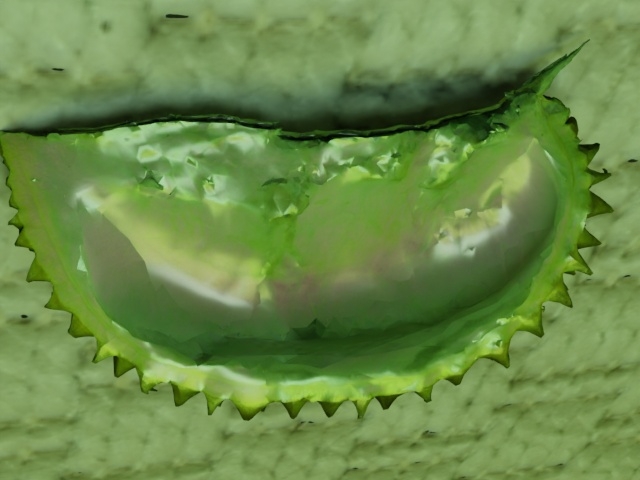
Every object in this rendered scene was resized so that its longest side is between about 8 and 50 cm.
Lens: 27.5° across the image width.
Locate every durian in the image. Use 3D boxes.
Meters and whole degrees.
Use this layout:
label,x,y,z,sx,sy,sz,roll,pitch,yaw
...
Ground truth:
label,x,y,z,sx,sy,sz,roll,pitch,yaw
durian,0.000,0.000,0.753,0.352,0.158,0.169,-6,131,-11
